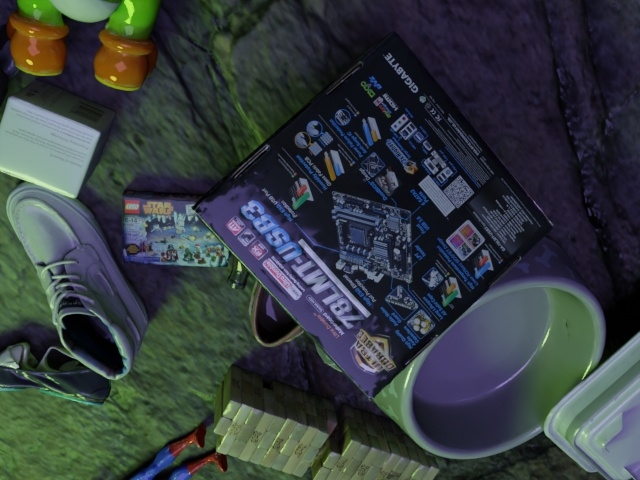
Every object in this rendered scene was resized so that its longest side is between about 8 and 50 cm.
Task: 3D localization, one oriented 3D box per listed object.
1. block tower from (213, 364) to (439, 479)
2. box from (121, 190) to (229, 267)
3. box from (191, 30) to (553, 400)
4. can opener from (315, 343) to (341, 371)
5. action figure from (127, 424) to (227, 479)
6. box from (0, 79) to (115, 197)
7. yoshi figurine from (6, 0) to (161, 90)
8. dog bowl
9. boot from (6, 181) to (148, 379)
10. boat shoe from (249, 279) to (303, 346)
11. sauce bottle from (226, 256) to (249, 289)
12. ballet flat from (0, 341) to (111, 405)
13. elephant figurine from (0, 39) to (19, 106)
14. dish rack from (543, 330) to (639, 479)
[{"bbox_3d":[0.004,0.294,1.020,0.336,0.097,0.090,24,109,-15],"label":"block tower"},{"bbox_3d":[-0.185,-0.014,0.887,0.137,0.027,0.093,2,113,-9],"label":"box"},{"bbox_3d":[0.062,-0.025,0.776,0.293,0.073,0.295,-43,101,-4],"label":"box"},{"bbox_3d":[0.082,0.059,0.948,0.095,0.076,0.283,7,117,-47],"label":"can opener"},{"bbox_3d":[-0.276,0.395,1.006,0.281,0.139,0.091,-31,113,9],"label":"action figure"},{"bbox_3d":[-0.302,-0.117,0.783,0.102,0.101,0.087,21,110,-15],"label":"box"},{"bbox_3d":[-0.221,-0.351,0.681,0.203,0.204,0.362,34,128,21],"label":"yoshi figurine"},{"bbox_3d":[0.233,0.156,0.949,0.349,0.102,0.348,-9,121,-15],"label":"dog bowl"},{"bbox_3d":[-0.299,0.051,0.847,0.095,0.123,0.258,-29,115,5],"label":"boot"},{"bbox_3d":[0.000,0.000,0.859,0.123,0.116,0.324,23,110,0],"label":"boat shoe"},{"bbox_3d":[-0.092,0.005,0.901,0.042,0.042,0.128,16,109,-15],"label":"sauce bottle"},{"bbox_3d":[-0.383,0.174,0.929,0.203,0.074,0.074,9,113,-5],"label":"ballet flat"},{"bbox_3d":[-0.465,-0.158,0.701,0.240,0.186,0.169,27,124,-27],"label":"elephant figurine"},{"bbox_3d":[0.508,0.226,1.013,0.333,0.072,0.285,-44,131,5],"label":"dish rack"}]
